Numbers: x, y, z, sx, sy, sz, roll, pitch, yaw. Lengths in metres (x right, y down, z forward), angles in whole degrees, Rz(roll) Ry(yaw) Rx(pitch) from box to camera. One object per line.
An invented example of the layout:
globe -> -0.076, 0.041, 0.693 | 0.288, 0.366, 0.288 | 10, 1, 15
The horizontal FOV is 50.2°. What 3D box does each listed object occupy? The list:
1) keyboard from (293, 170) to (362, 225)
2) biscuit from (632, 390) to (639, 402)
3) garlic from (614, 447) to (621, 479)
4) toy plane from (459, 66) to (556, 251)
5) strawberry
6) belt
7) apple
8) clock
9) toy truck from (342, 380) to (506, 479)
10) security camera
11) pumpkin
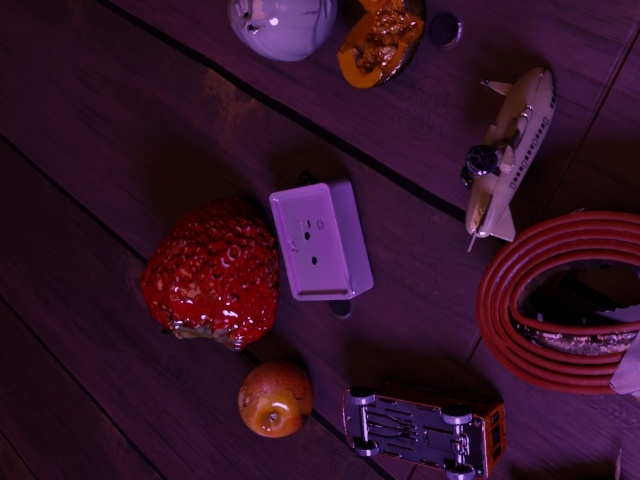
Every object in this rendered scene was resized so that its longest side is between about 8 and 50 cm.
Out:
keyboard -> 0.010, -0.059, 1.197 | 0.155, 0.010, 0.053 | 43, 125, 24
biscuit -> 0.505, 0.275, 0.802 | 0.197, 0.049, 0.301 | -33, 69, 41
garlic -> 0.362, 0.381, 0.958 | 0.198, 0.090, 0.129 | -40, 62, 43
toy plane -> 0.241, -0.114, 0.894 | 0.104, 0.242, 0.256 | 12, 80, 10
strawberry -> -0.193, 0.050, 1.259 | 0.257, 0.257, 0.277 | -7, 65, 41
belt -> 0.357, 0.071, 0.844 | 0.324, 0.115, 0.227 | -16, 80, 42
apple -> -0.080, 0.297, 1.271 | 0.146, 0.146, 0.146 | 11, 107, 38
clock -> 0.000, 0.000, 1.172 | 0.150, 0.063, 0.197 | -7, 99, 45
toy truck -> 0.160, 0.290, 1.086 | 0.252, 0.114, 0.107 | 2, 103, 38
security camera -> -0.062, -0.420, 1.059 | 0.197, 0.191, 0.277 | 5, 107, 34
pumpkin -> 0.096, -0.318, 1.001 | 0.119, 0.107, 0.183 | 34, 128, 38
